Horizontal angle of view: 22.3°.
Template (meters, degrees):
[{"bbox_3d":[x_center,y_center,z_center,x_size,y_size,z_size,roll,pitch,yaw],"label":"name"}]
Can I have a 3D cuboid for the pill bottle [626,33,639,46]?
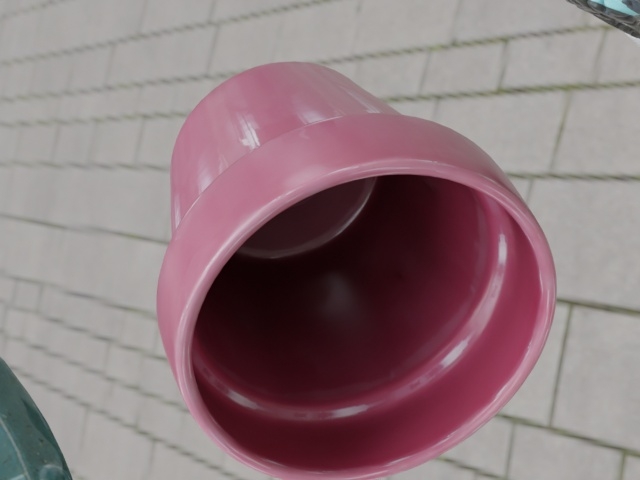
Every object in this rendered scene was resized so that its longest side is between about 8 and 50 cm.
[{"bbox_3d":[0.282,-0.111,1.045,0.108,0.180,0.108,-42,26,27],"label":"pill bottle"}]

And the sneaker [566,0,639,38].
[{"bbox_3d":[0.188,-0.140,0.702,0.122,0.110,0.283,-66,17,7],"label":"sneaker"}]

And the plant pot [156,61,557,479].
[{"bbox_3d":[0.000,0.000,0.876,0.201,0.201,0.180,-67,29,25],"label":"plant pot"}]

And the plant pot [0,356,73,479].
[{"bbox_3d":[-0.195,0.118,0.493,0.196,0.293,0.293,-42,40,28],"label":"plant pot"}]
